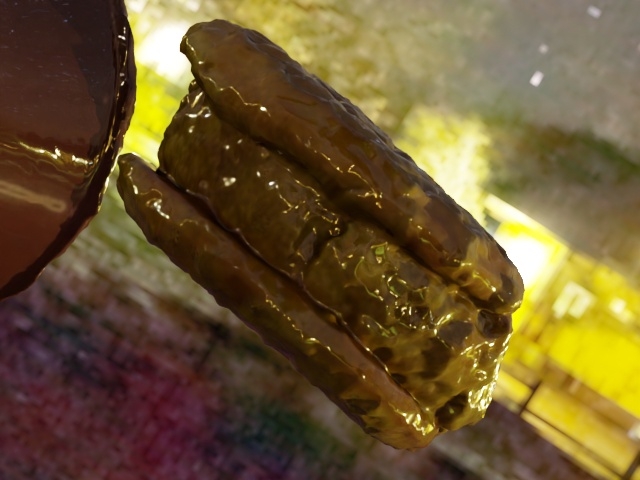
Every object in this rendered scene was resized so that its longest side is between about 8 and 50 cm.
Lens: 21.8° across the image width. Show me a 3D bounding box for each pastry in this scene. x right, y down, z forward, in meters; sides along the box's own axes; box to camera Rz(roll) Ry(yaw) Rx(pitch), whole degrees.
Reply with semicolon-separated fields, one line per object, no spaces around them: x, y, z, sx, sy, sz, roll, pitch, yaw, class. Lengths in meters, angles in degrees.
0.000;0.000;0.378;0.109;0.057;0.097;40;4;-22;pastry

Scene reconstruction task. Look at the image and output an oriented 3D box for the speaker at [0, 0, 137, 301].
-0.249;-0.033;0.535;0.198;0.259;0.329;43;23;22;speaker
